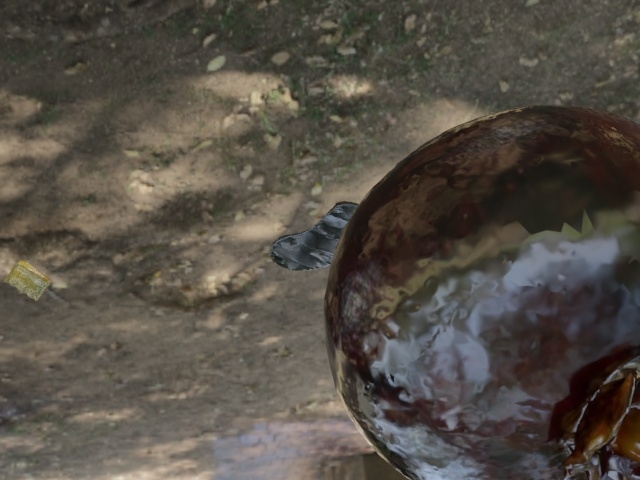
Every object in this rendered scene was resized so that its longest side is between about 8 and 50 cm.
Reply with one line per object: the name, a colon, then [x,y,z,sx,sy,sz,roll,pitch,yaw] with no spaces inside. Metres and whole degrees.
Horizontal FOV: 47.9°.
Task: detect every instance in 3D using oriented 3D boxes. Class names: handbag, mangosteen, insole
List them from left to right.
handbag: [-0.645,0.089,1.586,0.083,0.027,0.061,37,104,-9]
insole: [0.000,0.000,1.344,0.119,0.009,0.348,27,151,-17]
mangosteen: [0.128,0.057,0.378,0.235,0.261,0.235,-8,115,-17]
